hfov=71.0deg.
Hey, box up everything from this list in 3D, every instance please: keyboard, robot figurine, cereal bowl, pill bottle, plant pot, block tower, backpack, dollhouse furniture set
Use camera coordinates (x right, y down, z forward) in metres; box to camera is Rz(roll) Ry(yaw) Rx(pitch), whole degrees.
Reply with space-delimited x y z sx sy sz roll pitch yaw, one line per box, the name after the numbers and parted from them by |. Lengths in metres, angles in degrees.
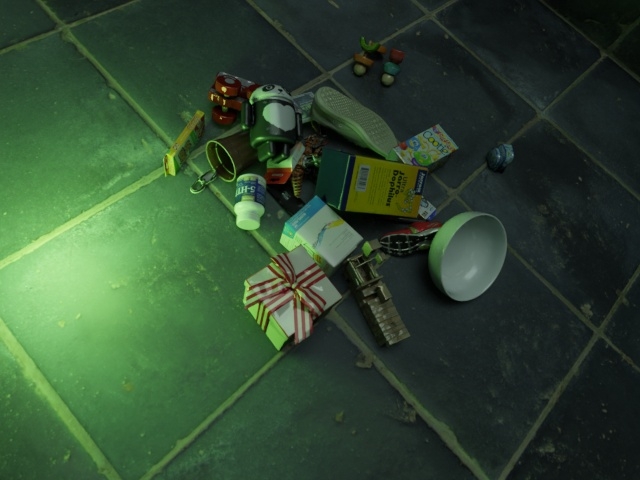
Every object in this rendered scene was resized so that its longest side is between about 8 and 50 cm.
-0.126 -0.175 1.756 0.100 0.038 0.192 -41 77 -9 | keyboard
-0.174 -0.429 1.646 0.173 0.209 0.279 -5 83 16 | robot figurine
0.532 0.048 1.690 0.338 0.141 0.339 -10 111 -27 | cereal bowl
-0.260 -0.141 1.656 0.111 0.112 0.187 5 64 -11 | pill bottle
-0.321 -0.335 1.715 0.167 0.167 0.165 45 55 9 | plant pot
0.191 0.217 1.611 0.090 0.097 0.336 -19 69 -21 | block tower
0.814 -0.378 2.030 0.084 0.114 0.105 2 66 -13 | backpack
0.169 0.116 1.510 0.101 0.161 0.182 -21 70 -21 | dollhouse furniture set

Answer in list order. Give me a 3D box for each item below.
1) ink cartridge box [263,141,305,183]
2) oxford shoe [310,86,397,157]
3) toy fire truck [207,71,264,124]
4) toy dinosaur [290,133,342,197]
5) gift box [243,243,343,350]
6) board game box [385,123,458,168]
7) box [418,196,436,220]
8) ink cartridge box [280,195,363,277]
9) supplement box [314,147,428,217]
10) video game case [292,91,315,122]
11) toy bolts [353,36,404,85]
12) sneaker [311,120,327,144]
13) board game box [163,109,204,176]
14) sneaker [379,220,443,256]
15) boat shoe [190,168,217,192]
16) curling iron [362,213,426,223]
-0.157 -0.302 1.741 0.145 0.045 0.179 7 58 41 | ink cartridge box
0.143 -0.481 1.891 0.449 0.130 0.169 26 57 -25 | oxford shoe
-0.303 -0.592 1.843 0.301 0.169 0.254 15 43 -6 | toy fire truck
-0.035 -0.291 1.785 0.218 0.164 0.322 15 75 8 | toy dinosaur
-0.105 0.203 1.451 0.276 0.258 0.255 -38 78 -27 | gift box
0.420 -0.352 1.904 0.275 0.144 0.142 -31 76 -23 | board game box
0.417 -0.140 1.871 0.136 0.028 0.081 45 63 7 | box
0.000 0.000 1.620 0.232 0.171 0.168 42 63 8 | ink cartridge box
0.187 -0.210 1.666 0.356 0.194 0.196 3 105 -30 | supplement box
-0.077 -0.567 1.924 0.190 0.022 0.173 -23 55 -23 | video game case
0.278 -0.840 2.135 0.228 0.159 0.218 25 21 9 | toy bolts
0.005 -0.487 1.910 0.061 0.065 0.158 -9 68 -18 | sneaker
-0.511 -0.360 1.690 0.039 0.124 0.260 27 62 -1 | board game box
0.361 -0.017 1.771 0.278 0.107 0.118 -8 35 -8 | sneaker
-0.440 -0.226 1.693 0.046 0.038 0.125 44 63 9 | boat shoe
0.297 -0.081 1.803 0.273 0.035 0.068 5 27 -16 | curling iron
